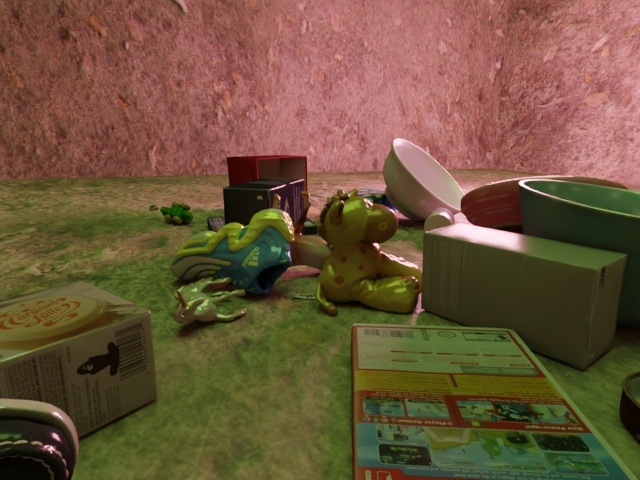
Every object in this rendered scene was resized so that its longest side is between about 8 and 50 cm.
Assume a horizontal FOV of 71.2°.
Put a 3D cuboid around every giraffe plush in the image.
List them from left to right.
[{"bbox_3d":[0.062,0.007,0.709,0.210,0.171,0.181,-3,14,-13],"label":"giraffe plush"}]

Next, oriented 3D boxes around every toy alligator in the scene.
[{"bbox_3d":[-0.425,-0.077,1.300,0.189,0.056,0.051,9,-26,36],"label":"toy alligator"}]

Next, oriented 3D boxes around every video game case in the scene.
[{"bbox_3d":[-0.162,-0.042,1.212,0.273,0.026,0.196,-5,15,-16],"label":"video game case"},{"bbox_3d":[0.131,0.151,0.429,0.203,0.025,0.285,2,13,3],"label":"video game case"}]

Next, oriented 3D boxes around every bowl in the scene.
[{"bbox_3d":[0.288,-0.155,1.338,0.297,0.134,0.298,30,32,-21],"label":"bowl"},{"bbox_3d":[0.442,0.017,0.663,0.310,0.163,0.311,5,17,-1],"label":"bowl"}]

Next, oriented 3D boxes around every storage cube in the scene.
[{"bbox_3d":[-0.170,-0.178,1.435,0.214,0.184,0.193,-12,17,-39],"label":"storage cube"}]

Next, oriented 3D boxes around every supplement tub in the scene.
[{"bbox_3d":[0.302,-0.042,1.130,0.070,0.071,0.107,5,14,17],"label":"supplement tub"}]

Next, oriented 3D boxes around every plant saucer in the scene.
[{"bbox_3d":[0.477,-0.054,0.973,0.331,0.084,0.332,3,-9,0],"label":"plant saucer"}]

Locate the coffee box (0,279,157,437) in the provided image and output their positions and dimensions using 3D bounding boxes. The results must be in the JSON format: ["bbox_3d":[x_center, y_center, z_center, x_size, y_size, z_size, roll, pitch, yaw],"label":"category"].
[{"bbox_3d":[-0.288,0.122,0.377,0.141,0.099,0.246,11,17,36],"label":"coffee box"}]

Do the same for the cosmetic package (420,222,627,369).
[{"bbox_3d":[0.257,0.059,0.600,0.107,0.127,0.237,-13,21,-40],"label":"cosmetic package"}]

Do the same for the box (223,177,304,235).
[{"bbox_3d":[-0.118,-0.055,0.996,0.108,0.153,0.207,5,14,18],"label":"box"}]

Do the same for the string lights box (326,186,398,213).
[{"bbox_3d":[0.137,-0.107,1.375,0.133,0.077,0.259,10,17,28],"label":"string lights box"}]

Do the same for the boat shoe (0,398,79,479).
[{"bbox_3d":[-0.259,0.171,0.181,0.302,0.115,0.091,-22,23,-30],"label":"boat shoe"}]

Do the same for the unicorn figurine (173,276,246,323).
[{"bbox_3d":[-0.165,0.088,0.635,0.111,0.060,0.161,-9,1,-33],"label":"unicorn figurine"}]

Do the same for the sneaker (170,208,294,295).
[{"bbox_3d":[-0.148,0.042,0.737,0.240,0.126,0.091,-26,-31,19],"label":"sneaker"}]

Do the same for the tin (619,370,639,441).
[{"bbox_3d":[0.323,0.166,0.353,0.106,0.040,0.190,-2,13,7],"label":"tin"}]

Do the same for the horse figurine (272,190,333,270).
[{"bbox_3d":[0.000,0.000,0.823,0.262,0.175,0.066,7,31,-11],"label":"horse figurine"}]
